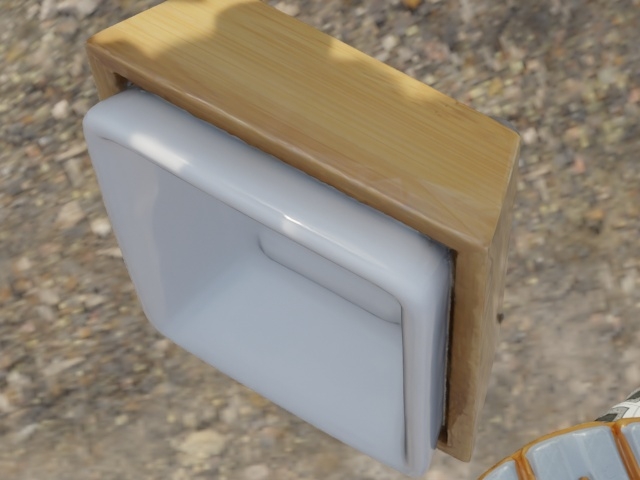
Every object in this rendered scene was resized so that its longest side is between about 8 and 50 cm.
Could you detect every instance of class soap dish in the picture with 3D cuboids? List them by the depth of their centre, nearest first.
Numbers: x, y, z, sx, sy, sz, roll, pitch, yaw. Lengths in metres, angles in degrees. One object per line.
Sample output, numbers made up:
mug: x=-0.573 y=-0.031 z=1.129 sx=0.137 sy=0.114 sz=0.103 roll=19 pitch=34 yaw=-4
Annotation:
soap dish: x=0.000 y=0.000 z=0.923 sx=0.229 sy=0.291 sz=0.118 roll=28 pitch=67 yaw=16

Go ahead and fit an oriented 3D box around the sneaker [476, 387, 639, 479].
sneaker: x=0.117 y=0.081 z=0.533 sx=0.214 sy=0.083 sz=0.084 roll=-24 pitch=90 yaw=-13
